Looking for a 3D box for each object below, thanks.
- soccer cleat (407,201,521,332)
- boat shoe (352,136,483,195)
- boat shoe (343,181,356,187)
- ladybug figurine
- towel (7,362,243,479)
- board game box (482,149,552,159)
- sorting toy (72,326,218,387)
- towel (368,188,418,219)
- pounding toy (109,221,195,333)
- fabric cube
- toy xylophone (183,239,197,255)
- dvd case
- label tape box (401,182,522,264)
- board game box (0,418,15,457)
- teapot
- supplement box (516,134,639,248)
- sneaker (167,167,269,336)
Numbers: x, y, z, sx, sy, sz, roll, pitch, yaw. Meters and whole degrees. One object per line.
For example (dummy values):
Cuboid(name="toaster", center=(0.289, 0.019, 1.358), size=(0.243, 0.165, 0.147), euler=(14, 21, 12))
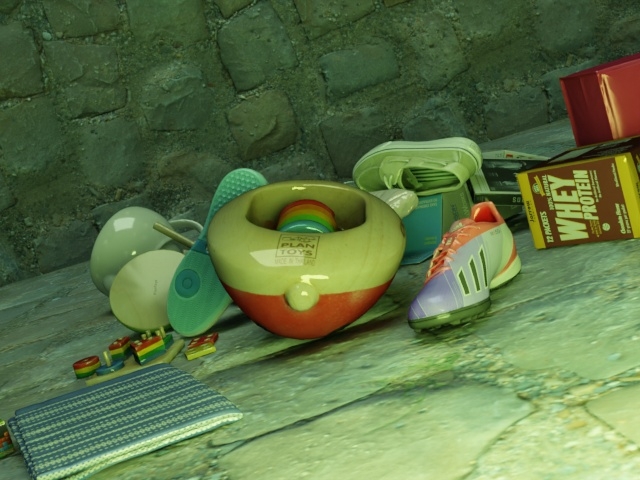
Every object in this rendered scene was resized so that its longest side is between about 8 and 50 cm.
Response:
Cuboid(name="soccer cleat", center=(0.190, 0.034, 1.216), size=(0.109, 0.116, 0.318), euler=(-12, 9, 31))
Cuboid(name="boat shoe", center=(0.170, -0.135, 1.730), size=(0.302, 0.109, 0.094), euler=(-9, 29, 44))
Cuboid(name="boat shoe", center=(0.051, -0.085, 2.112), size=(0.118, 0.103, 0.320), euler=(-4, -11, 2))
Cuboid(name="ladybug figurine", center=(-0.022, 0.027, 1.376), size=(0.305, 0.161, 0.449), euler=(3, 19, 4))
Cuboid(name="towel", center=(-0.259, 0.230, 1.126), size=(0.243, 0.040, 0.336), euler=(-17, 9, -22))
Cuboid(name="board game box", center=(0.435, -0.168, 2.123), size=(0.193, 0.053, 0.305), euler=(7, -1, -21))
Cuboid(name="sorting toy", center=(-0.298, 0.184, 1.457), size=(0.275, 0.046, 0.132), euler=(-15, 8, 9))
Cuboid(name="towel", center=(-0.009, 0.016, 1.716), size=(0.332, 0.053, 0.317), euler=(-41, 18, -24))
Cuboid(name="pounding toy", center=(-0.305, 0.101, 1.781), size=(0.183, 0.110, 0.236), euler=(18, 61, 20))
Cuboid(name="fabric cube", center=(0.627, -0.227, 1.642), size=(0.258, 0.254, 0.259), euler=(-16, 8, 2))
Cuboid(name="toy xylophone", center=(-0.243, 0.024, 2.344), size=(0.323, 0.081, 0.236), euler=(-18, 9, -13))
Cuboid(name="dvd case", center=(0.400, -0.113, 1.701), size=(0.239, 0.029, 0.179), euler=(1, 27, 0))
Cuboid(name="label tape box", center=(0.209, -0.046, 1.799), size=(0.334, 0.105, 0.241), euler=(-23, 9, -40))
Cuboid(name="board game box", center=(-0.507, 0.281, 1.200), size=(0.141, 0.048, 0.170), euler=(-20, 8, -32))
Cuboid(name="teapot", center=(-0.415, 0.046, 2.148), size=(0.187, 0.255, 0.252), euler=(20, -3, 18))
Cuboid(name="supplement box", center=(0.458, -0.083, 1.435), size=(0.191, 0.129, 0.194), euler=(-8, 11, 45))
Cuboid(name="sneaker", center=(-0.152, 0.041, 1.642), size=(0.127, 0.318, 0.208), euler=(26, -3, 21))
